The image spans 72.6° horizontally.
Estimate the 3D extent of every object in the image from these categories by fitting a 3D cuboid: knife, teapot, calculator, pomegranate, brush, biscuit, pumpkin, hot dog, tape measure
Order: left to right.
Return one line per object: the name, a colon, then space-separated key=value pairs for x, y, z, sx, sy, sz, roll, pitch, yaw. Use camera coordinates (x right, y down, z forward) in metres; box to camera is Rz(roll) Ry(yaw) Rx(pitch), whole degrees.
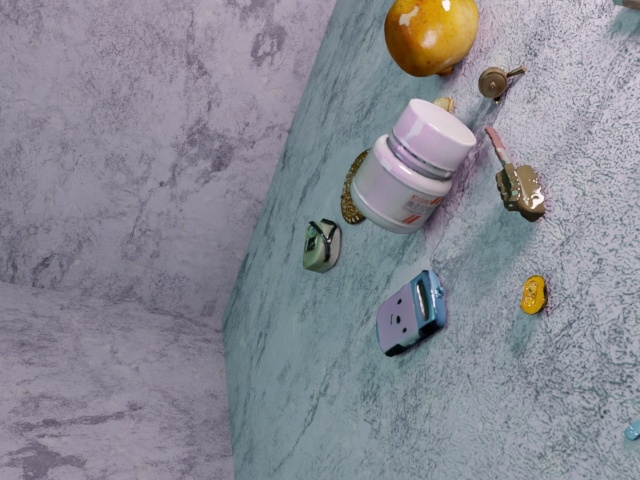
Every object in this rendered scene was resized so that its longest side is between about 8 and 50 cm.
tape measure: x=0.000 y=0.000 z=1.806 sx=0.207 sy=0.115 sz=0.235 roll=143 pitch=137 yaw=-60
biscuit: x=0.150 y=-0.208 z=1.671 sx=0.305 sy=0.038 sz=0.305 roll=-47 pitch=35 yaw=49
calculator: x=0.241 y=0.203 z=1.181 sx=0.293 sy=0.051 sz=0.173 roll=-51 pitch=31 yaw=45
hot dog: x=0.331 y=-0.357 z=1.301 sx=0.169 sy=0.061 sz=0.078 roll=-36 pitch=73 yaw=29
pomegranate: x=0.320 y=-0.599 z=1.250 sx=0.264 sy=0.264 sz=0.264 roll=-47 pitch=35 yaw=49
teapot: x=0.448 y=-0.392 z=1.071 sx=0.110 sy=0.085 sz=0.080 roll=-20 pitch=28 yaw=31
brush: x=0.417 y=-0.167 z=0.965 sx=0.071 sy=0.084 sz=0.301 roll=125 pitch=156 yaw=-43
pumpkin: x=0.419 y=0.108 z=0.842 sx=0.050 sy=0.028 sz=0.083 roll=-25 pitch=45 yaw=60
knife: x=0.478 y=0.258 z=0.631 sx=0.027 sy=0.010 sz=0.096 roll=-109 pitch=37 yaw=-53

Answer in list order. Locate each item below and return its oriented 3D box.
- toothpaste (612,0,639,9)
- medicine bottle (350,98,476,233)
toothpaste: x=0.594 y=-0.408 z=0.743 sx=0.056 sy=0.036 sz=0.205 roll=-65 pitch=28 yaw=27
medicine bottle: x=0.243 y=-0.195 z=1.170 sx=0.302 sy=0.241 sz=0.241 roll=-59 pitch=27 yaw=35
